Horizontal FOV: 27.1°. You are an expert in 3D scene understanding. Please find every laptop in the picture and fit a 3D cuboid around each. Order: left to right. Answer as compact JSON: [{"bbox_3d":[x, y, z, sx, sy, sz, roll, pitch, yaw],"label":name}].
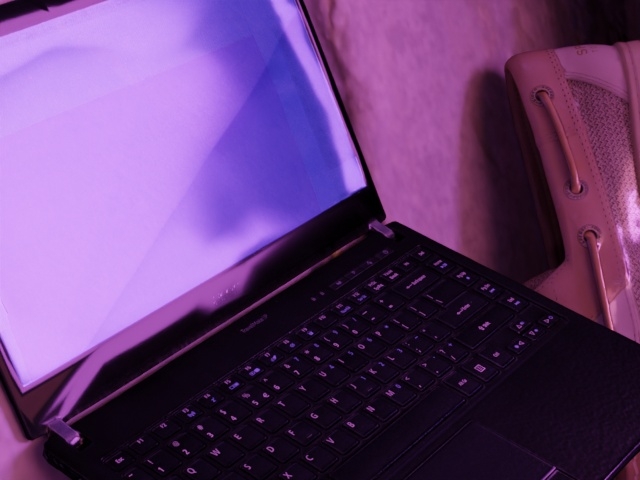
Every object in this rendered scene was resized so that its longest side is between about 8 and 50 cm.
[{"bbox_3d":[0.000,0.000,0.524,0.234,0.264,0.137,-32,140,-44],"label":"laptop"}]

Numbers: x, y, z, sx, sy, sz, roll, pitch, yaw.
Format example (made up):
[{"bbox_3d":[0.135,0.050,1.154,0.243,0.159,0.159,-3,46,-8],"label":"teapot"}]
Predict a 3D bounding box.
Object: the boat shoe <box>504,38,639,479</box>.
[{"bbox_3d":[0.148,0.041,0.702,0.109,0.098,0.302,80,7,-79],"label":"boat shoe"}]
